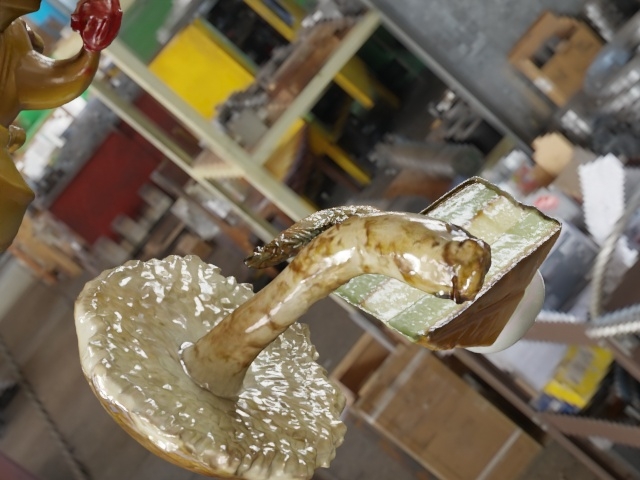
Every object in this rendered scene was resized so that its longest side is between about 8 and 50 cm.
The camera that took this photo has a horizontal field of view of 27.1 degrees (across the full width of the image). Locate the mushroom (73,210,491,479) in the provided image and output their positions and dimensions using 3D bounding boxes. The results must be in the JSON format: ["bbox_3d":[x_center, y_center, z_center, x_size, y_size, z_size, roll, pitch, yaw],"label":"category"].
[{"bbox_3d":[-0.025,0.056,1.023,0.302,0.208,0.233,-32,61,2],"label":"mushroom"}]

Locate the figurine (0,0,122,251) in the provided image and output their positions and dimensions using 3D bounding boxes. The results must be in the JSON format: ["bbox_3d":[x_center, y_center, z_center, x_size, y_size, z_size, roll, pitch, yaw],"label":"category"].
[{"bbox_3d":[-0.409,-0.230,1.410,0.401,0.268,0.387,-64,-27,1],"label":"figurine"}]

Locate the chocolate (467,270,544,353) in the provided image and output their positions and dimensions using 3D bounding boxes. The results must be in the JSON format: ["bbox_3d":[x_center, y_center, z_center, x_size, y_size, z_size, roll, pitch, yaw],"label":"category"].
[{"bbox_3d":[0.203,0.056,1.631,0.221,0.147,0.221,-58,-5,-8],"label":"chocolate"}]

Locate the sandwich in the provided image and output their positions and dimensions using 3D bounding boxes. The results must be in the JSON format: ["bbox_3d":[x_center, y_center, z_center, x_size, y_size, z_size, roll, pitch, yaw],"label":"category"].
[{"bbox_3d":[0.117,0.014,1.228,0.187,0.117,0.144,8,-70,-61],"label":"sandwich"}]

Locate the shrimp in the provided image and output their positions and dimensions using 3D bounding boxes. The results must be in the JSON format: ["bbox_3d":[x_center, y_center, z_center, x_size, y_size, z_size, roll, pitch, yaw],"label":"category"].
[{"bbox_3d":[0.000,0.000,1.072,0.127,0.025,0.091,-23,24,-18],"label":"shrimp"}]
